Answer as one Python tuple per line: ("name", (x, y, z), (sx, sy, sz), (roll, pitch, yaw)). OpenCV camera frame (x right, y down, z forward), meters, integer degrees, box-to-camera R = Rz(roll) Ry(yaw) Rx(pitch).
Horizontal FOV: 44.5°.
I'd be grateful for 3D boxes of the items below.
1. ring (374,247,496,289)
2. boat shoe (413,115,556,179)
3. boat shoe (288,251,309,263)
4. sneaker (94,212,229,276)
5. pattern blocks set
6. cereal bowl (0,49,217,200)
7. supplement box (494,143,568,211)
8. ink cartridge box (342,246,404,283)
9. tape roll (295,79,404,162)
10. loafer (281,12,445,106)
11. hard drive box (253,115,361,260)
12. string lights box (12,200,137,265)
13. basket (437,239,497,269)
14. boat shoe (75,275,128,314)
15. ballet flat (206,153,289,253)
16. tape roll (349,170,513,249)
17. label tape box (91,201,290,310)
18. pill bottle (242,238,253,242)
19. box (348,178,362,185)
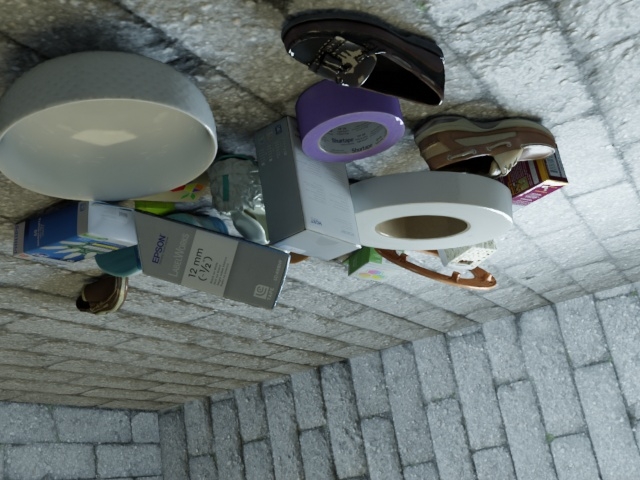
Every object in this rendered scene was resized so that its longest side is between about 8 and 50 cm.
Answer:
("ring", (0.306, 0.052, 2.076), (0.337, 0.032, 0.336), (16, -167, -4))
("boat shoe", (0.343, -0.177, 1.608), (0.325, 0.116, 0.123), (-2, 159, -20))
("boat shoe", (0.000, 0.000, 2.021), (0.207, 0.073, 0.073), (-14, -162, 21))
("sneaker", (-0.352, 0.015, 1.813), (0.319, 0.127, 0.208), (-7, 175, 30))
("pattern blocks set", (-0.311, -0.118, 1.595), (0.325, 0.026, 0.285), (4, 156, -33))
("cereal bowl", (-0.334, -0.190, 1.220), (0.339, 0.141, 0.339), (-9, 160, -3))
("supplement box", (0.455, -0.140, 1.781), (0.081, 0.104, 0.188), (5, 156, -35))
("ink cartridge box", (0.146, 0.073, 2.231), (0.109, 0.062, 0.209), (12, 158, -18))
("tape roll", (0.052, -0.218, 1.415), (0.189, 0.080, 0.189), (-9, 160, -3))
("loafer", (0.082, -0.280, 1.235), (0.303, 0.095, 0.109), (4, 156, -33))
("hard drive box", (-0.024, -0.095, 1.492), (0.089, 0.232, 0.181), (-23, 156, 31))
("string lights box", (-0.522, -0.014, 1.666), (0.260, 0.076, 0.133), (-14, 161, 35))
("basket", (0.357, -0.023, 1.977), (0.113, 0.167, 0.103), (6, 149, -37))
("boat shoe", (-0.595, 0.149, 2.105), (0.095, 0.095, 0.257), (10, 154, -30))
("ballet flat", (-0.114, -0.041, 1.629), (0.147, 0.146, 0.409), (-17, 155, 19))
("tape roll", (0.221, -0.056, 1.699), (0.392, 0.071, 0.392), (-1, 166, 0))
("label tape box", (-0.237, 0.027, 1.442), (0.348, 0.115, 0.249), (15, 179, -3))
("pill bottle", (-0.199, 0.047, 1.988), (0.184, 0.103, 0.103), (5, 156, -36))
("box", (-0.002, -0.078, 1.815), (0.175, 0.051, 0.220), (7, 154, -39))
